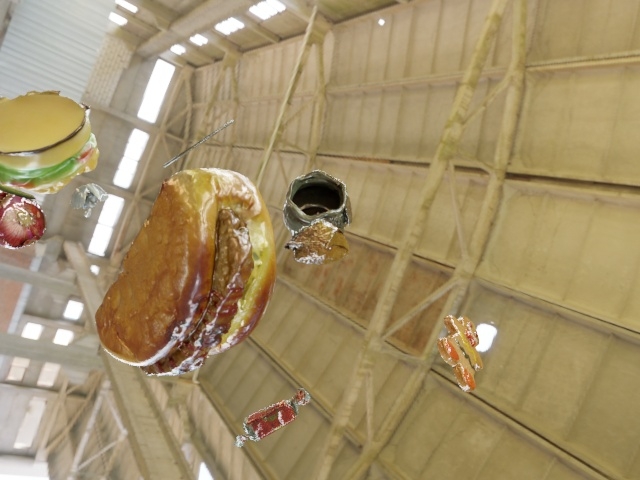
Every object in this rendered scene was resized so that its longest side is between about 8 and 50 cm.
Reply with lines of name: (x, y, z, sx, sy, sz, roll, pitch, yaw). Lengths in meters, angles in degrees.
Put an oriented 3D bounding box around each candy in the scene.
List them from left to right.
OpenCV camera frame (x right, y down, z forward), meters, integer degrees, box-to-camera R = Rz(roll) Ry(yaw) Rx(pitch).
candy: (-0.159, 0.576, 1.746, 0.292, 0.086, 0.059, -30, -169, -1)

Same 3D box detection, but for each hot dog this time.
hot dog: (-0.220, 0.084, 0.940, 0.223, 0.185, 0.405, 46, -65, 26)

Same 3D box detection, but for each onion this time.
onion: (-0.767, -0.043, 1.323, 0.140, 0.150, 0.150, -14, -122, 27)

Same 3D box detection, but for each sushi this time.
sushi: (0.001, 0.001, 1.744, 0.140, 0.287, 0.149, 2, -83, 26)

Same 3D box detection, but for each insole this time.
insole: (-0.213, -0.163, 0.925, 0.193, 0.006, 0.065, -19, -161, 41)

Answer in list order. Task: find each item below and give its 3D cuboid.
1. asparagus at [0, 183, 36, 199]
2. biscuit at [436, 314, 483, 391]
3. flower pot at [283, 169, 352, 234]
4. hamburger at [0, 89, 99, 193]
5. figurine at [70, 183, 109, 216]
asparagus: (-0.535, -0.096, 0.862, 0.013, 0.166, 0.016, -112, -137, -83)
biscuit: (0.369, 0.266, 1.379, 0.036, 0.250, 0.165, -31, -90, 30)
flower pot: (-0.005, -0.126, 2.278, 0.213, 0.302, 0.302, 92, -6, -54)
hamburger: (-0.578, -0.188, 1.109, 0.149, 0.237, 0.237, 96, -13, -47)
figurine: (-0.678, -0.123, 1.570, 0.086, 0.082, 0.094, -47, -132, 4)
